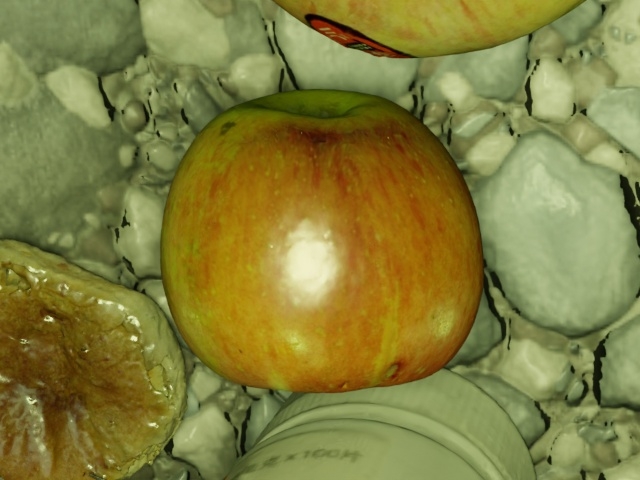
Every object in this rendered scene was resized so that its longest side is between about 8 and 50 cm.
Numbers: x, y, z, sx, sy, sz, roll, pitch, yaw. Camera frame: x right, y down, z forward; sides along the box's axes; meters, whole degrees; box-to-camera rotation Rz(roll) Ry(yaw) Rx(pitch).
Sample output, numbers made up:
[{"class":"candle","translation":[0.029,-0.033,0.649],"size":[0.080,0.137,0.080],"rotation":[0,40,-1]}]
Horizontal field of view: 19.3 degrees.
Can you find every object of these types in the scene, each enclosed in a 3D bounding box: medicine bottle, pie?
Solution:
[{"class":"medicine bottle","translation":[0.010,0.223,1.099],"size":[0.211,0.371,0.211],"rotation":[4,110,12]},{"class":"pie","translation":[-0.186,0.093,1.281],"size":[0.195,0.046,0.195],"rotation":[5,112,13]}]

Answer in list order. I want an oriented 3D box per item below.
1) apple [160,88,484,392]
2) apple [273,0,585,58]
[{"class":"apple","translation":[0.000,0.000,1.121],"size":[0.196,0.196,0.196],"rotation":[5,111,13]},{"class":"apple","translation":[0.054,-0.220,1.020],"size":[0.261,0.194,0.260],"rotation":[5,109,14]}]
